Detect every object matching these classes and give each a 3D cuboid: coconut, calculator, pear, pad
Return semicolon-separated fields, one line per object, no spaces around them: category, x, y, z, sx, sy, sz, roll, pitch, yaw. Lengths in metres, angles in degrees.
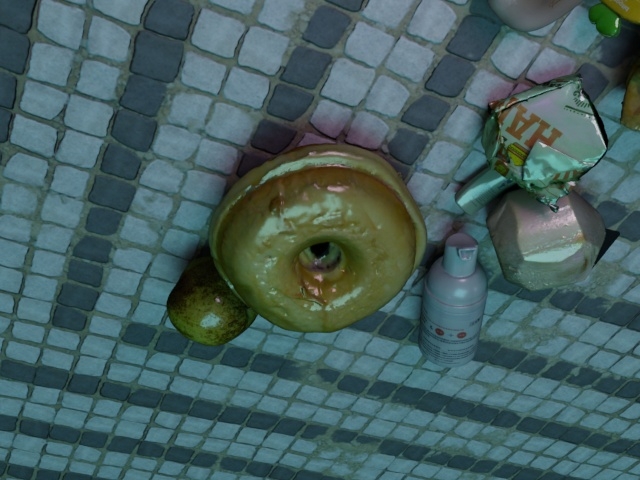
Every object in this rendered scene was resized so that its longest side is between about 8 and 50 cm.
coconut;0.460;-0.013;1.495;0.241;0.241;0.241;-2;133;-2
calculator;0.514;-0.430;1.163;0.032;0.146;0.235;-17;149;-47
pear;-0.226;0.136;1.591;0.197;0.197;0.197;-2;133;-2
pad;0.594;0.026;1.679;0.112;0.003;0.157;12;132;-15

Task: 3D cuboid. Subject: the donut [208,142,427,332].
donut;0.000;0.000;1.464;0.448;0.198;0.449;-6;130;-7

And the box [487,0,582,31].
box;0.364;-0.426;1.178;0.200;0.088;0.146;-36;127;25

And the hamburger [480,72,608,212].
hamburger;0.414;-0.173;1.362;0.214;0.125;0.235;-22;97;20

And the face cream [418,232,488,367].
face cream;0.303;0.117;1.650;0.145;0.145;0.370;-2;133;-2

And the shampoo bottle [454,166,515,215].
shampoo bottle;0.368;-0.130;1.485;0.212;0.049;0.072;-37;124;27

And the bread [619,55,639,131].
bread;0.639;-0.295;1.258;0.196;0.238;0.252;33;131;21
